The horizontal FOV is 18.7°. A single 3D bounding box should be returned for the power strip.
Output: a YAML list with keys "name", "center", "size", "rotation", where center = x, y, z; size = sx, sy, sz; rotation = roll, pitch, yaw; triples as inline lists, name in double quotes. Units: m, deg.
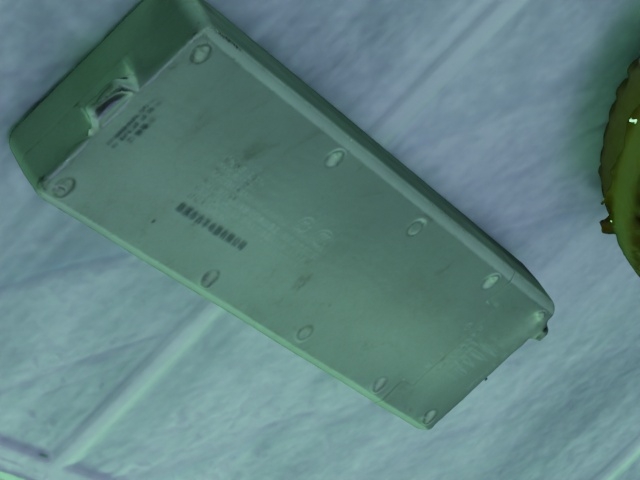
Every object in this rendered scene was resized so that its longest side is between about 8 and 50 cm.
- name: "power strip"
  center: [0.000, 0.000, 0.938]
  size: [0.106, 0.043, 0.367]
  rotation: [-43, 140, 10]

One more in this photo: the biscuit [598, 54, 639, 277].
- name: "biscuit"
  center: [0.254, -0.067, 1.024]
  size: [0.259, 0.079, 0.259]
  rotation: [-20, 139, -18]
